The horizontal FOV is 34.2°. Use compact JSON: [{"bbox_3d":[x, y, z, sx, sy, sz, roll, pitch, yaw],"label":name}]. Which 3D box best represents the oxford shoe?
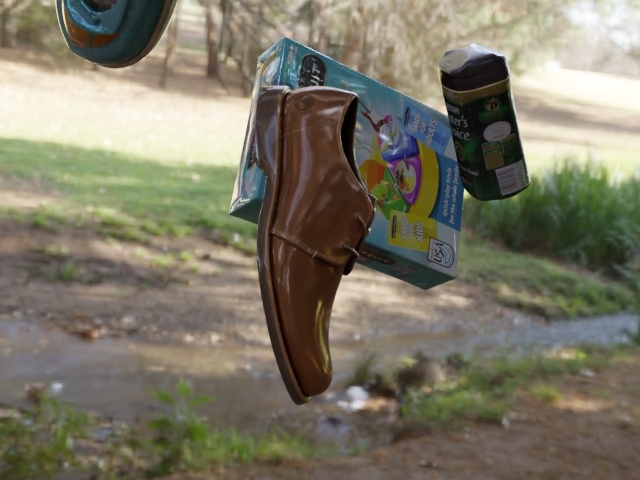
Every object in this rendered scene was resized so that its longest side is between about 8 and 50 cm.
[{"bbox_3d":[0.000,0.000,0.676,0.076,0.212,0.076,-2,-6,9],"label":"oxford shoe"}]

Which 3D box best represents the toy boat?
[{"bbox_3d":[-0.352,-0.393,1.492,0.318,0.267,0.148,45,45,7],"label":"toy boat"}]

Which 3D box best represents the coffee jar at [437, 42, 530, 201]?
[{"bbox_3d":[0.201,-0.147,1.283,0.079,0.185,0.096,-18,22,-6],"label":"coffee jar"}]

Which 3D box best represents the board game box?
[{"bbox_3d":[0.053,-0.104,1.479,0.336,0.254,0.079,21,-27,-27],"label":"board game box"}]
